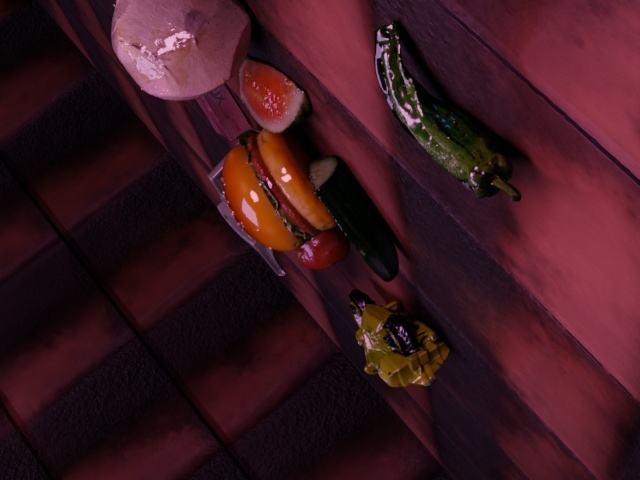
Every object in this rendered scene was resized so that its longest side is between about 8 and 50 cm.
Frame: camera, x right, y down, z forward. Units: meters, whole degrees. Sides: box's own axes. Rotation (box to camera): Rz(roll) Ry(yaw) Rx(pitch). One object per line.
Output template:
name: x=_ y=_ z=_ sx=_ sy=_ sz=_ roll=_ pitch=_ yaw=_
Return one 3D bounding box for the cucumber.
cucumber: x=0.070 y=-0.036 z=1.921 sx=0.244 sy=0.063 sz=0.115 roll=54 pitch=-167 yaw=-19

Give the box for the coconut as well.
coconut: x=-0.227 y=-0.336 z=1.767 sx=0.227 sy=0.227 sz=0.230 roll=53 pitch=172 yaw=-10

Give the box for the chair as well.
chair: x=-0.115 y=-0.088 z=2.342 sx=0.203 sy=0.190 sz=0.274 roll=46 pitch=177 yaw=25

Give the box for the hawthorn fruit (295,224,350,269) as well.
hawthorn fruit: x=0.000 y=0.000 z=2.246 sx=0.128 sy=0.128 sz=0.128 roll=50 pitch=170 yaw=12

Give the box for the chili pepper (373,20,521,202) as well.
chili pepper: x=0.148 y=-0.123 z=1.228 sx=0.279 sy=0.065 sz=0.122 roll=51 pitch=175 yaw=28

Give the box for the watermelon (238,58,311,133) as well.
watermelon: x=-0.083 y=-0.251 z=1.903 sx=0.245 sy=0.063 sz=0.119 roll=40 pitch=152 yaw=53

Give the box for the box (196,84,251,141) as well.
box: x=-0.221 y=-0.293 z=2.372 sx=0.156 sy=0.060 sz=0.111 roll=59 pitch=168 yaw=-26

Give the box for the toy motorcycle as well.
toy motorcycle: x=0.150 y=0.216 z=2.266 sx=0.206 sy=0.142 sz=0.342 roll=53 pitch=172 yaw=-16

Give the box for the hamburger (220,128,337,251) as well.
hamburger: x=-0.083 y=-0.088 z=2.001 sx=0.246 sy=0.170 sz=0.246 roll=55 pitch=-172 yaw=-12
